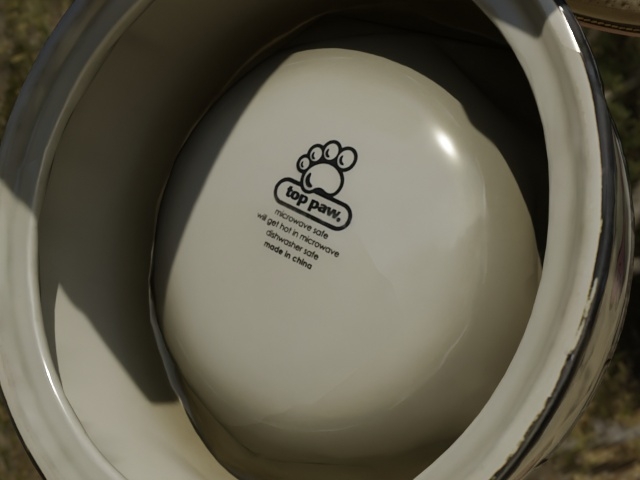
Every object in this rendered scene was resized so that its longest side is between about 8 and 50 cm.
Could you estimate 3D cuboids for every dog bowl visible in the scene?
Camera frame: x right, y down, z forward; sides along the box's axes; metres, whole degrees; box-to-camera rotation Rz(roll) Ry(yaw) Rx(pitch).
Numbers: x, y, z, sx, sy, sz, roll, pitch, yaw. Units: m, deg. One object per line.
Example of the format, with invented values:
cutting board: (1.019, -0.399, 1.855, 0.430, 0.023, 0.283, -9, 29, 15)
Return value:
dog bowl: (0.000, 0.000, 0.845, 0.408, 0.408, 0.150, -31, -24, 23)

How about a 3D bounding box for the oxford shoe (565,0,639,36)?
oxford shoe: (0.176, -0.247, 1.063, 0.348, 0.123, 0.130, 22, -2, -10)
